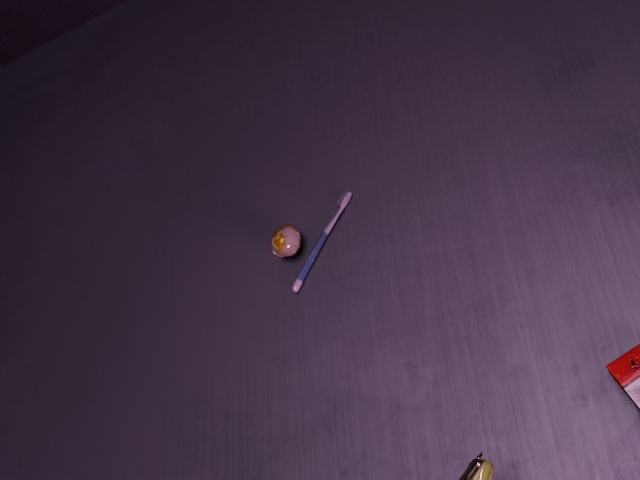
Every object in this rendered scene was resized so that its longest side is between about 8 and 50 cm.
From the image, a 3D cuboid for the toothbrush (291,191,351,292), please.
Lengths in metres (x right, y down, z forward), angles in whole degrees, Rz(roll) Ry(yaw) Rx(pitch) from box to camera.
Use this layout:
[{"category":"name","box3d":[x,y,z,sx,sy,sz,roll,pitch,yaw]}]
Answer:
[{"category":"toothbrush","box3d":[0.000,0.000,1.676,0.025,0.019,0.276,19,74,42]}]

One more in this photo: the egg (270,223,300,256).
[{"category":"egg","box3d":[-0.082,-0.002,1.692,0.071,0.071,0.083,-4,61,29]}]

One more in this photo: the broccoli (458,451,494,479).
[{"category":"broccoli","box3d":[0.247,0.502,1.131,0.180,0.242,0.273,37,93,17]}]

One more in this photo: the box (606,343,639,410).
[{"category":"box","box3d":[0.568,0.247,1.183,0.100,0.048,0.152,-35,54,7]}]
